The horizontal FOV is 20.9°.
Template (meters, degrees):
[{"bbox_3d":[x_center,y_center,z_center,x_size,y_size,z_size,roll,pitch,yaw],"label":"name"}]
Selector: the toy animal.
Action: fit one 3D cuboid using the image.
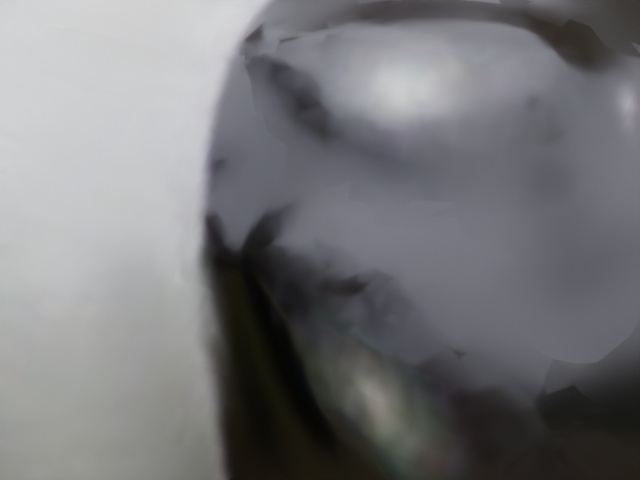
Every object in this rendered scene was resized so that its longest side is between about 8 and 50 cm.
[{"bbox_3d":[0.000,0.000,0.550,0.309,0.251,0.251,16,26,10],"label":"toy animal"}]
